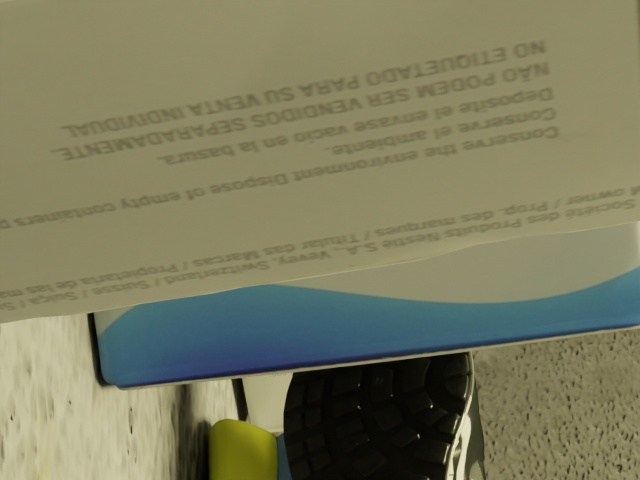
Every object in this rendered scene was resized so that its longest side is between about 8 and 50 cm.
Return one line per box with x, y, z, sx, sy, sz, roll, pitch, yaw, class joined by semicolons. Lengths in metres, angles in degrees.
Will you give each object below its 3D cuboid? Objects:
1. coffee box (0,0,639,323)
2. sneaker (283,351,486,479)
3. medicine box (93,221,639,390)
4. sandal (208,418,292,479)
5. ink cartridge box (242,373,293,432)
0.007;-0.219;0.344;0.338;0.338;0.334;67;15;-60;coffee box
0.049;0.161;0.830;0.124;0.107;0.283;60;24;-51;sneaker
0.018;-0.086;0.762;0.149;0.264;0.289;5;77;-81;medicine box
0.022;0.237;0.963;0.126;0.138;0.317;-92;172;-48;sandal
0.000;0.000;1.075;0.207;0.119;0.353;-68;148;-75;ink cartridge box
